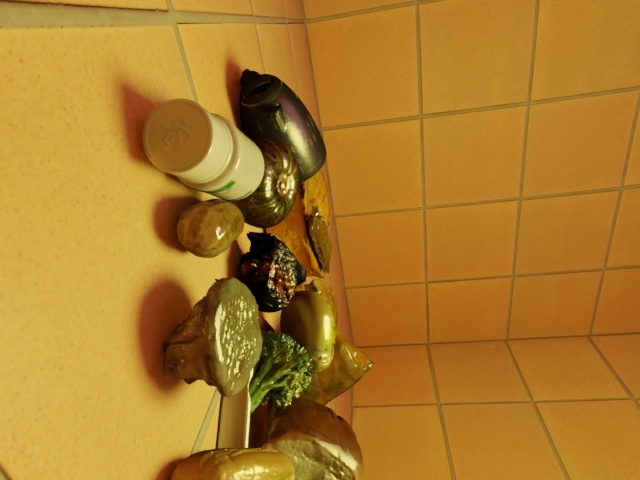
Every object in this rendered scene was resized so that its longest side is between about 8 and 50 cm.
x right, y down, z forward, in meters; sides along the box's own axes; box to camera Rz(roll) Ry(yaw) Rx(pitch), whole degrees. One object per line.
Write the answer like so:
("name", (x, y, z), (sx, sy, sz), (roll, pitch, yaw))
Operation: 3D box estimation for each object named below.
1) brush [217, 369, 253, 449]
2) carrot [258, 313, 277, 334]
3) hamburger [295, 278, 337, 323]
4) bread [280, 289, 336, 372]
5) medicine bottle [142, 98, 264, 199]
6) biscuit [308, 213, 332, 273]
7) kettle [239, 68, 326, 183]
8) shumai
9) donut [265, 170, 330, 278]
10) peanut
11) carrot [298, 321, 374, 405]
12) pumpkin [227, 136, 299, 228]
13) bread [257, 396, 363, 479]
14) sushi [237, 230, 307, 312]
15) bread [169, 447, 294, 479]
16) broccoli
("brush", (-0.172, 0.326, 0.839), (0.050, 0.060, 0.321), (95, -4, -63))
("carrot", (-0.153, 0.235, 1.045), (0.210, 0.061, 0.061), (71, 16, -45))
("hamburger", (-0.017, 0.326, 1.511), (0.209, 0.161, 0.330), (-86, 172, -53))
("bread", (-0.030, 0.235, 1.050), (0.104, 0.213, 0.214), (-7, 93, -37))
("medicine bottle", (-0.195, -0.151, 0.710), (0.237, 0.138, 0.139), (3, 82, -81))
("biscuit", (0.000, -0.012, 1.254), (0.237, 0.026, 0.131), (71, 19, -48))
("kettle", (-0.137, -0.339, 1.136), (0.268, 0.207, 0.290), (55, -3, 42))
("shumai", (-0.181, 0.163, 0.670), (0.201, 0.120, 0.202), (-4, 90, -77))
("donut", (-0.081, -0.101, 1.366), (0.435, 0.163, 0.378), (-80, 161, -53))
("peanut", (-0.200, -0.025, 0.745), (0.108, 0.095, 0.226), (-58, -176, 10))
("carrot", (-0.029, 0.385, 1.225), (0.242, 0.340, 0.241), (57, -7, 11))
("pumpkin", (-0.151, -0.149, 0.978), (0.219, 0.162, 0.219), (-25, 119, -56))
("bread", (-0.038, 0.513, 0.966), (0.225, 0.250, 0.279), (-62, -173, -1))
("sushi", (-0.129, 0.093, 0.970), (0.172, 0.152, 0.151), (83, 15, -53))
("bread", (-0.135, 0.403, 0.665), (0.236, 0.139, 0.106), (43, 42, -53))
("broccoli", (-0.130, 0.321, 0.943), (0.220, 0.194, 0.194), (109, -11, -45))
